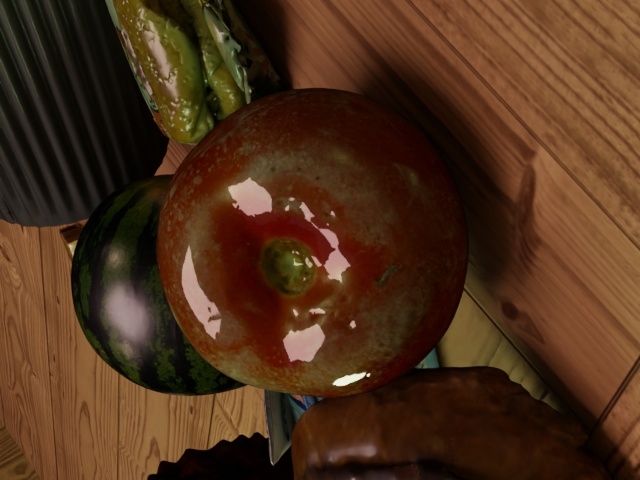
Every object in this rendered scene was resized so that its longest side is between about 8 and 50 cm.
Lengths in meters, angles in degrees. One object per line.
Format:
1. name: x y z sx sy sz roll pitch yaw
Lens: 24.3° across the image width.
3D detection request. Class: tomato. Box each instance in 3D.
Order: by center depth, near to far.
1. tomato: 0.000 0.000 1.299 0.270 0.270 0.222 64 -159 -8

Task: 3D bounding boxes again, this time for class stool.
1. stool: -0.329 -0.214 1.661 0.297 0.297 0.330 38 153 41

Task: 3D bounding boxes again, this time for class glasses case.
1. glasses case: -0.356 0.059 2.319 0.064 0.041 0.169 42 153 59

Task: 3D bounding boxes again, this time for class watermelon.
1. watermelon: -0.144 0.048 1.633 0.269 0.269 0.269 45 152 32

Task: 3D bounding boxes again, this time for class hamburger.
1. hamburger: -0.131 -0.193 1.469 0.214 0.125 0.235 63 172 -32

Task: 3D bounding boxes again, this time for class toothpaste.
1. toothpaste: -0.031 0.164 1.577 0.323 0.066 0.100 -5 -88 -83

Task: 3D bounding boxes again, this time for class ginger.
1. ginger: 0.124 0.200 1.317 0.321 0.165 0.172 13 119 19

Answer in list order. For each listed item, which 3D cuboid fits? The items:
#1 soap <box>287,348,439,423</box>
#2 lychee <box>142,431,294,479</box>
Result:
1. soap: 0.052 0.167 1.486 0.077 0.156 0.293 34 145 50
2. lychee: -0.065 0.431 1.718 0.424 0.424 0.500 51 -171 20
